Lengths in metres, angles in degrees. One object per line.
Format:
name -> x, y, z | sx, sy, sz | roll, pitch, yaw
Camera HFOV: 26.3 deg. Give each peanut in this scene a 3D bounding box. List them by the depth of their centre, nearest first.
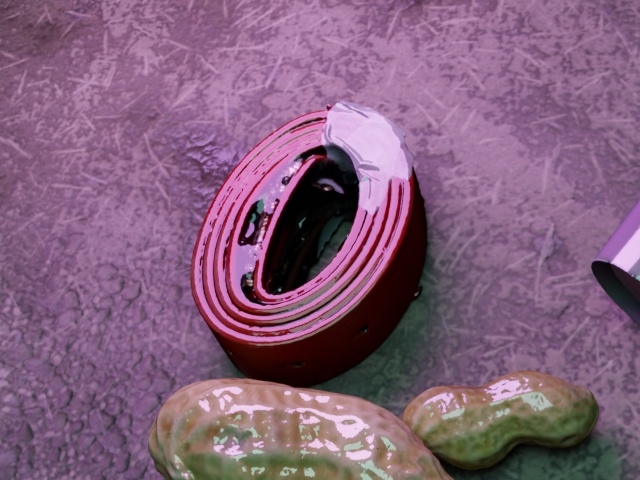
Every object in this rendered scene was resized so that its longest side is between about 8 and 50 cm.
peanut -> -0.017, 0.216, 1.328 | 0.325, 0.153, 0.140 | 12, 103, 24
peanut -> 0.176, 0.176, 1.341 | 0.193, 0.089, 0.089 | -12, 56, 8

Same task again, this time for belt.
belt -> 0.000, 0.000, 1.485 | 0.227, 0.115, 0.324 | 20, 67, 24

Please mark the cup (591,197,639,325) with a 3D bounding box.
cup -> 0.416, -0.036, 1.359 | 0.288, 0.203, 0.203 | -46, 58, -7
